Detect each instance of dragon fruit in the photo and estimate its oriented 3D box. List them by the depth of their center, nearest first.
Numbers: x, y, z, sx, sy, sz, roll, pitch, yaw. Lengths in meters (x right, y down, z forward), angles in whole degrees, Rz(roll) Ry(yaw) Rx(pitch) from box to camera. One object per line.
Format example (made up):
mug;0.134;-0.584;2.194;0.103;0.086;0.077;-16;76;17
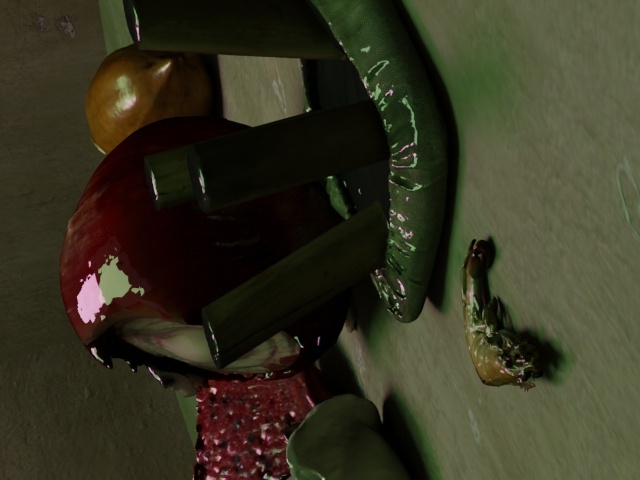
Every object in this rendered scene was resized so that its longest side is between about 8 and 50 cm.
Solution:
dragon fruit;-0.080;0.227;1.971;0.330;0.240;0.302;64;146;20

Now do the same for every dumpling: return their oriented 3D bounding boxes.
dumpling;0.040;0.303;1.733;0.227;0.175;0.243;-69;-9;-55

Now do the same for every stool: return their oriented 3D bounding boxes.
stool;-0.036;-0.087;1.403;0.310;0.226;0.310;91;160;-48

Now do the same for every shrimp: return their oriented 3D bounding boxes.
shrimp;0.142;0.058;1.214;0.178;0.034;0.124;155;107;-83

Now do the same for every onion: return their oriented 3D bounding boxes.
onion;-0.127;0.014;1.719;0.341;0.341;0.341;166;90;-79

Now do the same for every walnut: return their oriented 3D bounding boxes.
walnut;-0.264;-0.224;2.407;0.336;0.209;0.209;133;123;-67

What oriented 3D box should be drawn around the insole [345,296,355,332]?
insole;0.000;0.000;1.860;0.081;0.011;0.248;94;159;-58
